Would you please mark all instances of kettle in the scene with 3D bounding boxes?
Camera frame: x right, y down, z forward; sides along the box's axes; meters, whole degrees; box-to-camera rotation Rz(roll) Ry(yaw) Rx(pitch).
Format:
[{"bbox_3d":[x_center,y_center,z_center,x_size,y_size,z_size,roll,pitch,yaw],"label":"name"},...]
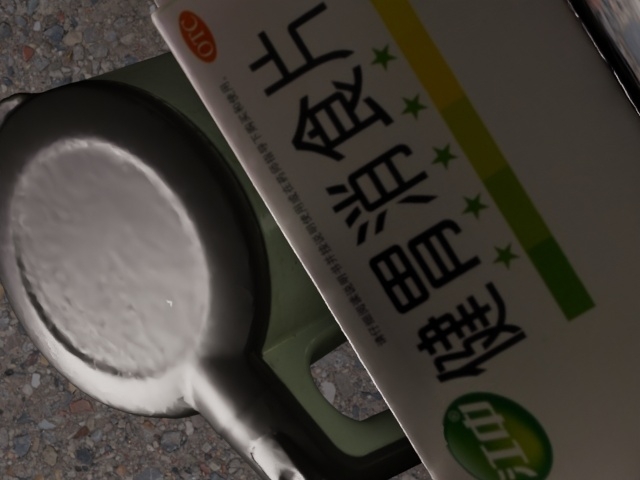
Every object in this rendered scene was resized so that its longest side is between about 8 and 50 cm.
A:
[{"bbox_3d":[0.000,0.000,0.819,0.361,0.250,0.376,51,-144,7],"label":"kettle"}]

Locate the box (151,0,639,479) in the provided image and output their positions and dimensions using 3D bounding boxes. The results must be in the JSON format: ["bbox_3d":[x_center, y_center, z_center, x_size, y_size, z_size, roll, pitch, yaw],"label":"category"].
[{"bbox_3d":[0.074,-0.028,0.572,0.333,0.173,0.145,59,-174,1],"label":"box"}]
